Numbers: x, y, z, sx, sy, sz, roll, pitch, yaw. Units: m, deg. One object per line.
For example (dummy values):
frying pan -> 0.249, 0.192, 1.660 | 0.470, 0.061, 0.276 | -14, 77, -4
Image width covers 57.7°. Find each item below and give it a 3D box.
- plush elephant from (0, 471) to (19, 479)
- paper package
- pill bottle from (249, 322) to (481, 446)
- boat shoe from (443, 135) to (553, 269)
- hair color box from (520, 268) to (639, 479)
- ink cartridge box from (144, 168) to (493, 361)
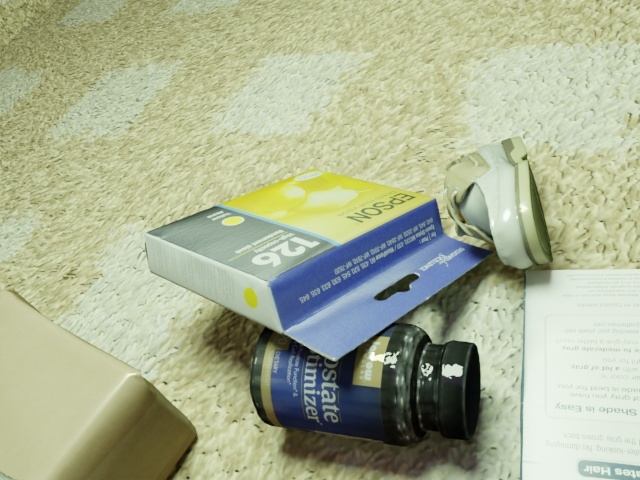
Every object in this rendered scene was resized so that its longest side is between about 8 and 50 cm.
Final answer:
plush elephant -> -0.276, 0.276, 0.367 | 0.330, 0.271, 0.255 | -13, 63, -17
paper package -> -0.356, 0.257, 0.655 | 0.310, 0.168, 0.324 | 17, 58, 35
pill bottle -> 0.048, 0.145, 0.605 | 0.219, 0.122, 0.122 | 0, 50, 25
boat shoe -> 0.199, -0.042, 0.676 | 0.104, 0.113, 0.302 | -13, 15, 19
hair color box -> 0.259, 0.189, 0.481 | 0.174, 0.105, 0.347 | -2, 49, 23
ink cartridge box -> 0.000, 0.000, 0.706 | 0.307, 0.072, 0.304 | 15, 29, 40
